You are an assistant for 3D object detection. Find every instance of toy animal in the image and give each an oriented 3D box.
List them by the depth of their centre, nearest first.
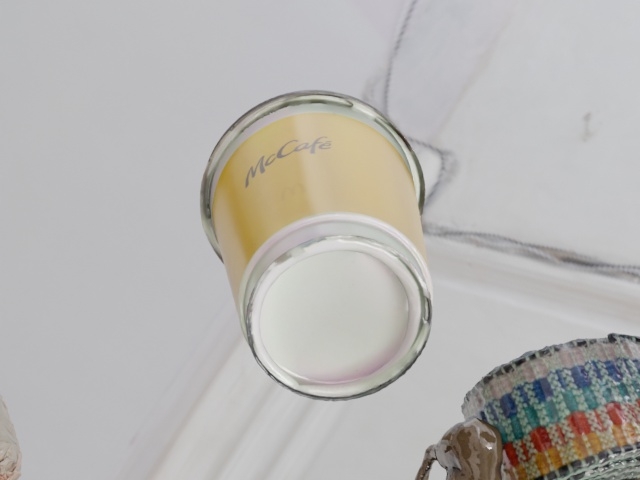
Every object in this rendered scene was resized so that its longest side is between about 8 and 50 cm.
[{"bbox_3d":[0.128,0.256,0.977,0.186,0.094,0.214,127,-30,-63],"label":"toy animal"}]

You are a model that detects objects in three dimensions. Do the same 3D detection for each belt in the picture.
[{"bbox_3d":[0.287,0.207,1.136,0.207,0.295,0.160,-41,-127,37],"label":"belt"}]

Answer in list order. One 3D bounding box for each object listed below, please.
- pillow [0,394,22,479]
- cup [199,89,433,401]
[{"bbox_3d":[-0.440,0.193,1.252,0.067,0.270,0.173,-42,-122,9],"label":"pillow"},{"bbox_3d":[0.000,0.000,0.894,0.196,0.196,0.279,-41,-160,13],"label":"cup"}]
